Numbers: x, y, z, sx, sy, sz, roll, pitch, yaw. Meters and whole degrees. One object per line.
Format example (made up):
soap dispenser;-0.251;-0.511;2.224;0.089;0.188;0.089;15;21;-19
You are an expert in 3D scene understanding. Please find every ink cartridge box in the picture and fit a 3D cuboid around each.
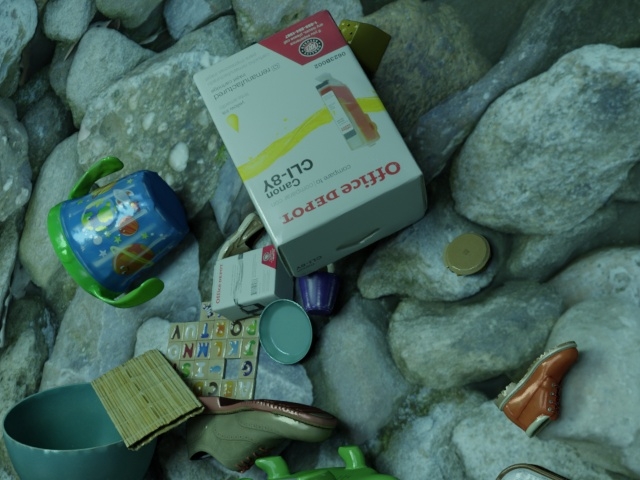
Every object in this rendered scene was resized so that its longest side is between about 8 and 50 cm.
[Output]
ink cartridge box;-0.016;-0.172;1.657;0.279;0.160;0.385;-26;67;-2
ink cartridge box;-0.128;0.081;1.787;0.150;0.063;0.109;-16;57;30

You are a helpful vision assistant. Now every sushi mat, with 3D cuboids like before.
sushi mat;-0.332;0.291;1.769;0.151;0.019;0.316;-28;23;-17

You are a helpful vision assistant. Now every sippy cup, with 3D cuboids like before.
sippy cup;-0.406;-0.027;1.952;0.224;0.240;0.306;-31;95;11

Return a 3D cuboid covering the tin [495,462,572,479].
tin;0.333;0.393;1.356;0.189;0.040;0.106;17;88;39

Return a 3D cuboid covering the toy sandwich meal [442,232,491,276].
toy sandwich meal;0.245;0.026;1.566;0.085;0.029;0.086;-13;59;22

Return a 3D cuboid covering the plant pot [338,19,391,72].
plant pot;0.071;-0.385;1.813;0.081;0.083;0.082;22;86;40

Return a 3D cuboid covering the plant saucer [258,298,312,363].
plant saucer;-0.060;0.166;1.721;0.119;0.021;0.119;2;93;32

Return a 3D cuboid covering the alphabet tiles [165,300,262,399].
alphabet tiles;-0.214;0.215;1.842;0.237;0.009;0.198;-7;69;34

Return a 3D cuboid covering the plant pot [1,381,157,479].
plant pot;-0.449;0.419;1.793;0.290;0.290;0.196;13;110;39

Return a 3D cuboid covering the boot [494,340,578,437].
boot;0.342;0.223;1.404;0.158;0.059;0.085;-52;54;20

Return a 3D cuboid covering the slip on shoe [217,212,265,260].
slip on shoe;-0.154;0.010;1.854;0.041;0.051;0.135;37;90;28

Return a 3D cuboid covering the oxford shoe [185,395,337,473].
oxford shoe;-0.108;0.346;1.652;0.348;0.123;0.130;-8;71;45

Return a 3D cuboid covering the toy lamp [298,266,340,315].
toy lamp;0.000;0.000;1.722;0.080;0.080;0.275;-13;66;32

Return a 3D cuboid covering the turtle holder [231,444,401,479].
turtle holder;0.012;0.454;1.468;0.320;0.243;0.228;-10;87;-5
